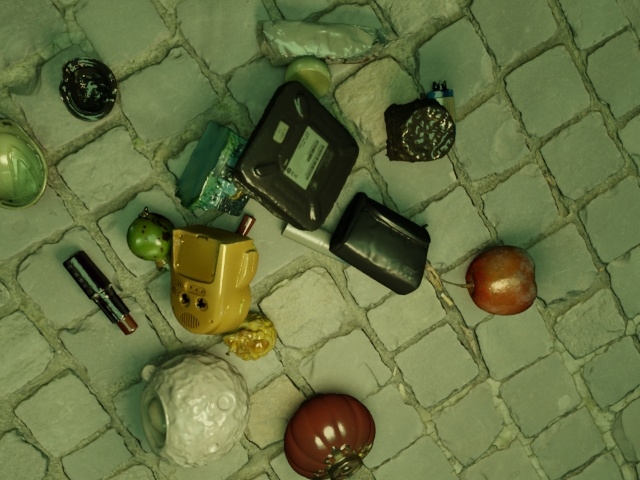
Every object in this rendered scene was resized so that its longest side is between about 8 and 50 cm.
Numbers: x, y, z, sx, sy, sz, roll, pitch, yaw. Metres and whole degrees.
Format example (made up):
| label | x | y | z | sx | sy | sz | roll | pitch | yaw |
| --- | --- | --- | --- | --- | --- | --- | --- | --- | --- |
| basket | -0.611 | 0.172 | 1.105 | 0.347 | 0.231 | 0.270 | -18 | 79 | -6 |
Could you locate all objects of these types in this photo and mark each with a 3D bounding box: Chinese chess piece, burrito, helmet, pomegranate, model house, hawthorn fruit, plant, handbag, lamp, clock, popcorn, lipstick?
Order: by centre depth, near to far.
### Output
| label | x | y | z | sx | sy | sz | roll | pitch | yaw |
| --- | --- | --- | --- | --- | --- | --- | --- | --- | --- |
| helmet | -0.879 | -0.222 | 1.572 | 0.204 | 0.137 | 0.257 | -17 | 106 | -7 |
| helmet | -0.665 | -0.445 | 1.598 | 0.153 | 0.107 | 0.176 | 11 | 115 | -13 |
| clock | -0.326 | 0.126 | 1.630 | 0.244 | 0.200 | 0.316 | 16 | 99 | 30 |
| model house | -0.267 | -0.182 | 1.651 | 0.241 | 0.226 | 0.261 | 27 | 95 | -36 |
| pomegranate | -0.487 | 0.009 | 1.666 | 0.156 | 0.156 | 0.220 | -44 | 119 | -1 |
| Chinese chess piece | -0.039 | -0.492 | 1.674 | 0.144 | 0.144 | 0.058 | 5 | 60 | -10 |
| plant | 0.286 | -0.338 | 1.682 | 0.189 | 0.276 | 0.198 | -10 | 108 | -4 |
| burrito | 0.029 | -0.601 | 1.687 | 0.446 | 0.101 | 0.138 | -1 | 83 | -9 |
| lipstick | -0.667 | 0.164 | 1.687 | 0.081 | 0.081 | 0.299 | -37 | 101 | -3 |
| handbag | 0.212 | -0.014 | 1.719 | 0.302 | 0.178 | 0.275 | 31 | 65 | -11 |
| popcorn | -0.227 | 0.304 | 1.738 | 0.180 | 0.180 | 0.170 | 34 | 58 | -12 |
| lamp | 0.028 | 0.627 | 1.765 | 0.303 | 0.257 | 0.303 | -16 | 135 | -17 |
| hawthorn fruit | 0.596 | 0.140 | 1.826 | 0.263 | 0.231 | 0.235 | -25 | 99 | 36 |

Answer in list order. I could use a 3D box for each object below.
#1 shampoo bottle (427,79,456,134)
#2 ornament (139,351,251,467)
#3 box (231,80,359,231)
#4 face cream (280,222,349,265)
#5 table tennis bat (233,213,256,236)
| label | x | y | z | sx | sy | sz | roll | pitch | yaw |
| --- | --- | --- | --- | --- | --- | --- | --- | --- | --- |
| shampoo bottle | 0.395 | -0.429 | 1.795 | 0.087 | 0.050 | 0.182 | -7 | 98 | -5 |
| ornament | -0.366 | 0.501 | 1.658 | 0.337 | 0.337 | 0.336 | -1 | 98 | -9 |
| box | -0.061 | -0.238 | 1.631 | 0.350 | 0.091 | 0.359 | 37 | 73 | -38 |
| face cream | 0.000 | 0.000 | 1.774 | 0.250 | 0.077 | 0.077 | 25 | 93 | -12 |
| table tennis bat | -0.297 | 0.057 | 1.758 | 0.200 | 0.038 | 0.310 | 28 | 96 | -11 |
